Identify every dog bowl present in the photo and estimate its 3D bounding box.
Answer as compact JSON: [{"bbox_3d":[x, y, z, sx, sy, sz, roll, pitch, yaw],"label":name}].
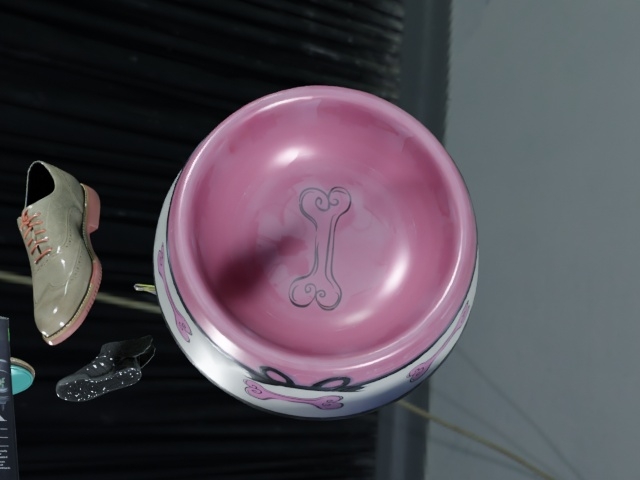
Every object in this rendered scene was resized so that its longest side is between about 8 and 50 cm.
[{"bbox_3d":[0.000,0.000,1.292,0.150,0.407,0.408,103,162,-74],"label":"dog bowl"}]

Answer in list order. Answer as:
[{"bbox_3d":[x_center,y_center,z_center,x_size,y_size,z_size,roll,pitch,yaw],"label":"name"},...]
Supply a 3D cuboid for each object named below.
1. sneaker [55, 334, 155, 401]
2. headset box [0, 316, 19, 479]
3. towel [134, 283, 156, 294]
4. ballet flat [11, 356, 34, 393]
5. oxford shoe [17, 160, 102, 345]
[{"bbox_3d":[-0.360,0.212,1.835,0.089,0.170,0.051,-113,12,-54],"label":"sneaker"},{"bbox_3d":[-0.427,0.230,1.144,0.246,0.131,0.283,-35,58,43],"label":"headset box"},{"bbox_3d":[-0.226,0.077,1.586,0.060,0.083,0.009,3,77,27],"label":"towel"},{"bbox_3d":[-0.482,0.174,1.428,0.067,0.206,0.073,49,136,51],"label":"ballet flat"},{"bbox_3d":[-0.427,0.014,1.705,0.123,0.130,0.348,-34,39,16],"label":"oxford shoe"}]
